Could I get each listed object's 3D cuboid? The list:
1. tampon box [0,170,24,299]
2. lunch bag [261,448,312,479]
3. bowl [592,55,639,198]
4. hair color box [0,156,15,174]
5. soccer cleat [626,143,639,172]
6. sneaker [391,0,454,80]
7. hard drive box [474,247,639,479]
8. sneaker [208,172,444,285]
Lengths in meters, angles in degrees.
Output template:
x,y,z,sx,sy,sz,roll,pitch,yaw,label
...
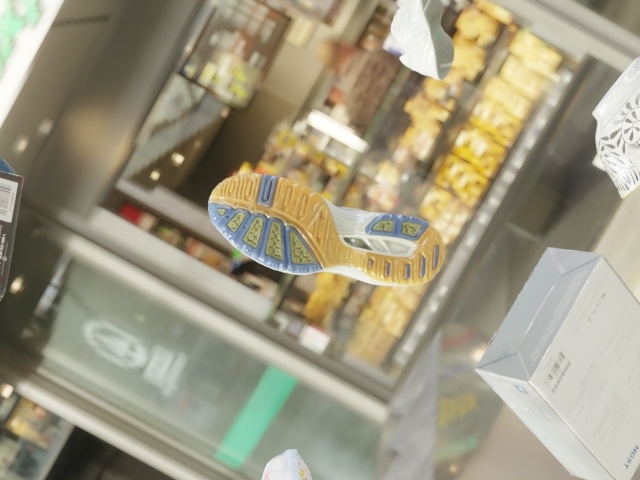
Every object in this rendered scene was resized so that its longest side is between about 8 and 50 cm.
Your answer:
x,y,z,sx,sy,sz,roll,pitch,yaw,label
-0.319,0.022,1.167,0.161,0.101,0.120,132,147,-50,tampon box
-0.030,0.253,1.375,0.071,0.053,0.083,-103,22,-47,lunch bag
0.326,-0.132,1.430,0.170,0.080,0.170,-52,-3,-4,bowl
-0.548,-0.094,1.659,0.174,0.347,0.105,-59,-24,-14,hair color box
0.317,-0.139,0.907,0.331,0.143,0.116,-55,3,-19,soccer cleat
0.102,-0.240,1.535,0.054,0.061,0.152,-48,-39,-37,sneaker
0.311,0.151,1.665,0.089,0.232,0.181,9,58,51,hard drive box
0.000,0.000,1.773,0.131,0.296,0.112,156,131,-80,sneaker
